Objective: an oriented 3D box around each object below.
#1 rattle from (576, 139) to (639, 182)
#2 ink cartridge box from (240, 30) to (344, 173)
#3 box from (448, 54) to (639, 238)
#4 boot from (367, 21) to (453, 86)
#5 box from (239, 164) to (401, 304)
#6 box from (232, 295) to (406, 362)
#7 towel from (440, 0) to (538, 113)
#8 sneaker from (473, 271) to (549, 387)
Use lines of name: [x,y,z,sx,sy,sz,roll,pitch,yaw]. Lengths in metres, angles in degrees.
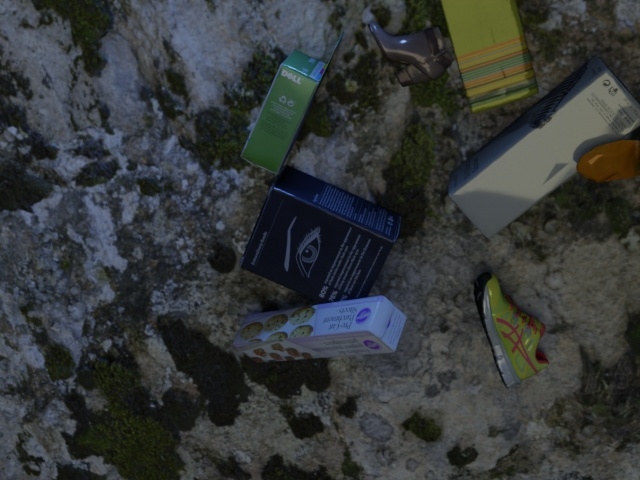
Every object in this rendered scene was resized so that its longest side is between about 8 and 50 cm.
rattle: [0.444,-0.071,1.031,0.142,0.200,0.130,-6,139,-19]
ink cartridge box: [-0.040,-0.213,1.203,0.062,0.109,0.209,26,115,-3]
box: [0.316,-0.132,1.176,0.275,0.113,0.094,-40,101,21]
boot: [0.133,-0.281,1.185,0.087,0.042,0.118,-30,106,14]
box: [0.000,0.000,1.289,0.207,0.108,0.153,25,116,-1]
box: [-0.011,0.143,1.291,0.324,0.067,0.063,-12,136,47]
towel: [0.232,-0.305,1.167,0.102,0.021,0.237,-16,109,10]
sneaker: [0.307,0.133,1.316,0.094,0.081,0.209,-19,115,10]
